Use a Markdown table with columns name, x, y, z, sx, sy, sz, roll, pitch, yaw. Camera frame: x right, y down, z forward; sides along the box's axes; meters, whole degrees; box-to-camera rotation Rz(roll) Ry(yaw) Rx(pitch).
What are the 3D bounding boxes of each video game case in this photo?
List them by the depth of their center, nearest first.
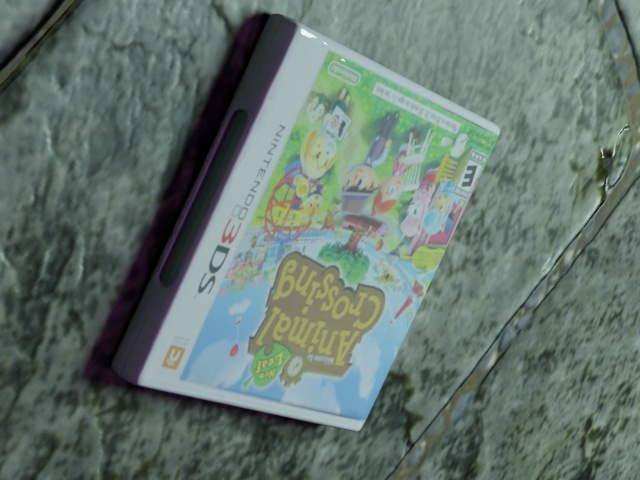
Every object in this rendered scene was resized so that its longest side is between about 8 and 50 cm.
| name | x | y | z | sx | sy | sz | roll | pitch | yaw |
| --- | --- | --- | --- | --- | --- | --- | --- | --- | --- |
| video game case | 0.000 | 0.000 | 1.021 | 0.212 | 0.023 | 0.193 | 20 | 97 | -55 |
